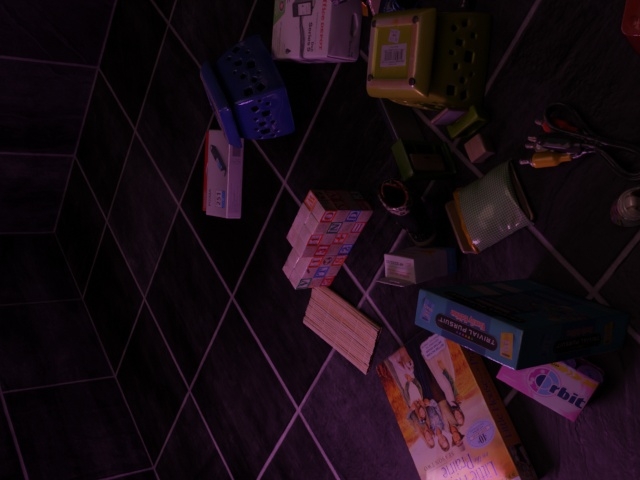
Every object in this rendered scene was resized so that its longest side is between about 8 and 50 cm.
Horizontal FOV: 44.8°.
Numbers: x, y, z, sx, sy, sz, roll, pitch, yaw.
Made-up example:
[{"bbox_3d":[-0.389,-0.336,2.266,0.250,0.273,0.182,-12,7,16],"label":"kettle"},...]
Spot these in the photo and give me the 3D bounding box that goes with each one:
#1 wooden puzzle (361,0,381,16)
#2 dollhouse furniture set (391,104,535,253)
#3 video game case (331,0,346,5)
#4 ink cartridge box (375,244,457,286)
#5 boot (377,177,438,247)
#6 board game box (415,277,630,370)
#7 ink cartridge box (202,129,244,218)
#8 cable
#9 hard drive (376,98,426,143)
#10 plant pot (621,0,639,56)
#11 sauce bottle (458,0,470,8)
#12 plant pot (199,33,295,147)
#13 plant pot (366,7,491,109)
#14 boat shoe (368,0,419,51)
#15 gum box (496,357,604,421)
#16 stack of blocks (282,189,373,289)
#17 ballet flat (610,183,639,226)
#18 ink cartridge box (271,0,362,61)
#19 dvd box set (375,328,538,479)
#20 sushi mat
[{"bbox_3d":[0.155,-0.609,2.002,0.116,0.079,0.014,12,57,29],"label":"wooden puzzle"},{"bbox_3d":[0.318,-0.131,1.750,0.197,0.151,0.302,-39,62,46],"label":"dollhouse furniture set"},{"bbox_3d":[0.101,-0.750,2.005,0.210,0.042,0.232,-18,76,16],"label":"video game case"},{"bbox_3d":[0.226,0.057,1.849,0.104,0.181,0.062,9,108,52],"label":"ink cartridge box"},{"bbox_3d":[0.188,-0.107,1.880,0.085,0.178,0.236,-36,49,8],"label":"boot"},{"bbox_3d":[0.394,0.154,1.517,0.253,0.336,0.079,22,109,50],"label":"board game box"},{"bbox_3d":[-0.363,-0.235,2.694,0.261,0.066,0.297,11,100,50],"label":"ink cartridge box"},{"bbox_3d":[0.542,-0.196,1.562,0.287,0.072,0.140,19,90,38],"label":"cable"},{"bbox_3d":[0.201,-0.297,1.939,0.022,0.094,0.135,-44,58,45],"label":"hard drive"},{"bbox_3d":[0.642,-0.405,1.253,0.267,0.235,0.267,22,109,50],"label":"plant pot"},{"bbox_3d":[0.343,-0.601,1.786,0.042,0.042,0.128,28,115,48],"label":"sauce bottle"},{"bbox_3d":[-0.222,-0.430,2.310,0.236,0.212,0.236,79,166,-62],"label":"plant pot"},{"bbox_3d":[0.237,-0.421,1.798,0.228,0.207,0.227,15,103,50],"label":"plant pot"},{"bbox_3d":[0.196,-0.556,1.938,0.089,0.108,0.258,-108,22,-49],"label":"boat shoe"},{"bbox_3d":[0.472,0.276,1.587,0.188,0.062,0.107,29,118,15],"label":"gum box"},{"bbox_3d":[0.000,0.000,2.152,0.087,0.171,0.297,55,132,35],"label":"stack of blocks"},{"bbox_3d":[0.617,-0.074,1.427,0.221,0.079,0.077,-16,80,52],"label":"ballet flat"},{"bbox_3d":[-0.014,-0.606,2.184,0.272,0.114,0.199,14,103,51],"label":"ink cartridge box"},{"bbox_3d":[0.309,0.427,1.862,0.307,0.062,0.421,-46,57,44],"label":"dvd box set"},{"bbox_3d":[0.055,0.241,2.216,0.316,0.019,0.152,34,119,46],"label":"sushi mat"}]
